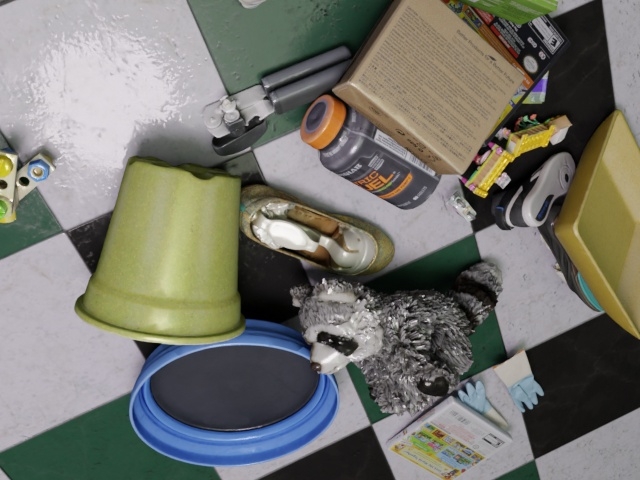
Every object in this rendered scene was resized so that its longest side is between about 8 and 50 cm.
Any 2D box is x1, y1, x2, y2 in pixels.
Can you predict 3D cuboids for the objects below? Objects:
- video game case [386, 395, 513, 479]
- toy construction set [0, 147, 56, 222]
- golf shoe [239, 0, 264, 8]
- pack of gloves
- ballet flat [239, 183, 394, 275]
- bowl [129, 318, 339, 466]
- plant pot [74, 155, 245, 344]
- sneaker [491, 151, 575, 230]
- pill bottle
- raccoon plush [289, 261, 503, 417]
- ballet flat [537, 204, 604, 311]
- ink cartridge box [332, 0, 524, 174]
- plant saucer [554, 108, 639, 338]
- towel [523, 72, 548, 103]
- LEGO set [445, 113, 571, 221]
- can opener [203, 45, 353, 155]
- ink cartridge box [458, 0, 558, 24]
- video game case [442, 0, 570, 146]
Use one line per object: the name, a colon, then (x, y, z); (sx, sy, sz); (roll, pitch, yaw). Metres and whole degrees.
video game case: (0.304, 0.474, 1.436); (0.227, 0.026, 0.206); (36, 113, -26)
toy construction set: (-0.572, -0.016, 0.946); (0.215, 0.151, 0.328); (21, 95, -23)
golf shoe: (-0.055, -0.424, 0.936); (0.176, 0.086, 0.069); (-45, 115, 5)
pack of gloves: (0.417, 0.359, 1.441); (0.195, 0.046, 0.232); (-34, 128, 2)
ballet flat: (0.000, 0.000, 1.119); (0.348, 0.123, 0.123); (22, 105, -23)
bowl: (-0.160, 0.297, 1.170); (0.390, 0.077, 0.391); (-5, 131, -5)
plant pot: (-0.239, 0.002, 0.993); (0.276, 0.276, 0.254); (8, 99, -18)
sneaker: (0.411, -0.102, 1.213); (0.217, 0.121, 0.079); (-43, 112, -33)
pill bottle: (0.085, -0.156, 1.050); (0.245, 0.130, 0.130); (25, 105, -31)
raccoon plush: (0.138, 0.110, 1.163); (0.299, 0.446, 0.216); (50, 134, -8)
ballet flat: (0.535, 0.031, 1.291); (0.095, 0.096, 0.280); (-40, 114, -13)
ink cartridge box: (0.168, -0.244, 0.947); (0.234, 0.088, 0.193); (35, 84, -17)
plant saucer: (0.580, -0.030, 1.218); (0.333, 0.081, 0.333); (48, 57, -26)
towel: (0.405, -0.302, 1.158); (0.060, 0.009, 0.083); (-3, 113, -15)
LEGO set: (0.339, -0.176, 1.165); (0.287, 0.107, 0.132); (-43, 146, -2)
can opener: (-0.067, -0.240, 1.031); (0.280, 0.074, 0.093); (-26, 152, -1)
ink cartridge box: (0.294, -0.500, 0.955); (0.188, 0.097, 0.255); (13, 91, -18)
video game case: (0.261, -0.342, 1.031); (0.275, 0.035, 0.248); (42, 83, -17)
